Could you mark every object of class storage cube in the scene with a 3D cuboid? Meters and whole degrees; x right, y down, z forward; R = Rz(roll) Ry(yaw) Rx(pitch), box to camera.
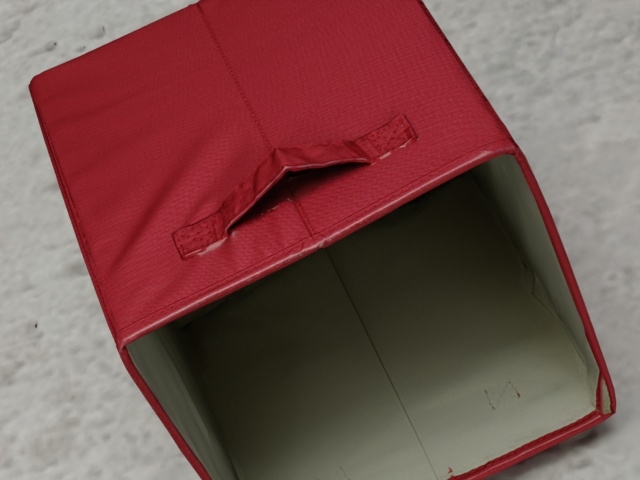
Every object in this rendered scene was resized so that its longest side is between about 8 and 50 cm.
[{"bbox_3d":[0.000,0.000,0.898,0.183,0.215,0.193,-27,43,1],"label":"storage cube"}]
